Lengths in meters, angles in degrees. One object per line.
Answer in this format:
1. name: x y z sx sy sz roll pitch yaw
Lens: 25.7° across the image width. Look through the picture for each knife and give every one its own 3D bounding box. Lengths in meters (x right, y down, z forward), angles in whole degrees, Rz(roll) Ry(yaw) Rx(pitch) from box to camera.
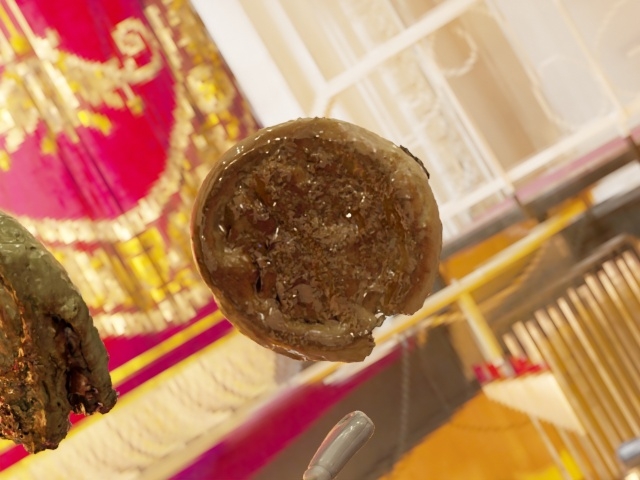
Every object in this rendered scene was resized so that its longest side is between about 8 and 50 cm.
1. knife: -0.027 0.352 1.922 0.080 0.044 0.331 -32 12 49

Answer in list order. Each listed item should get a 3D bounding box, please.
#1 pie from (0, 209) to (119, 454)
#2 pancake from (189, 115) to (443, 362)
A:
1. pie: -0.467 0.097 2.038 0.180 0.418 0.395 -30 16 -27
2. pancake: 0.000 0.000 2.074 0.382 0.382 0.071 -30 -4 12
